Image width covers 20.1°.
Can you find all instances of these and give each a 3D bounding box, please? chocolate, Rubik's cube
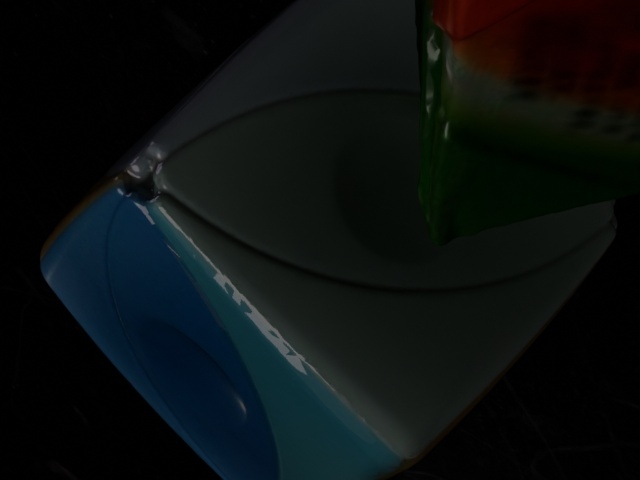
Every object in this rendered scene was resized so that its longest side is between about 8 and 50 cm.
[{"bbox_3d":[0.137,-0.232,1.075,0.161,0.360,0.341,1,147,-2],"label":"chocolate"},{"bbox_3d":[0.000,0.000,1.592,0.351,0.347,0.352,46,154,-3],"label":"Rubik's cube"}]
